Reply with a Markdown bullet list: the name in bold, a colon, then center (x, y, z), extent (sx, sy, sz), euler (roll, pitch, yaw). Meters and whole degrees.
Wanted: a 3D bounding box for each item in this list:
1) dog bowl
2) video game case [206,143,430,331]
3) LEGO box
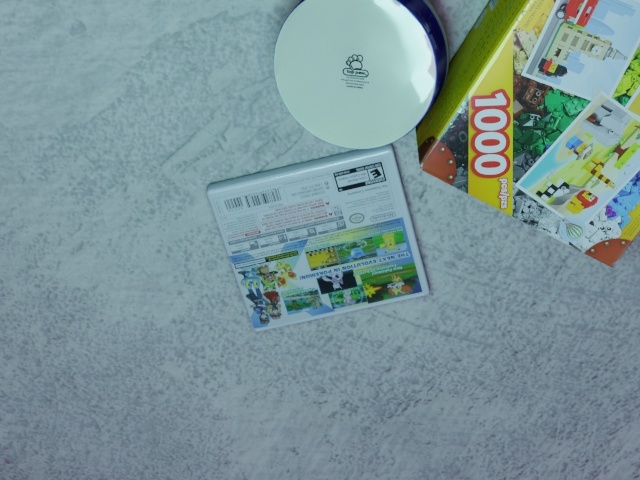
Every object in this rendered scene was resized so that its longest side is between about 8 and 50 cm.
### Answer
- **dog bowl**: center (0.064, -0.280, 1.974), extent (0.265, 0.104, 0.265), euler (6, 114, 13)
- **video game case**: center (0.000, 0.000, 2.210), extent (0.329, 0.036, 0.300), euler (-13, 118, 8)
- **LEGO box**: center (0.430, -0.264, 1.957), extent (0.372, 0.193, 0.500), euler (26, 117, -12)
